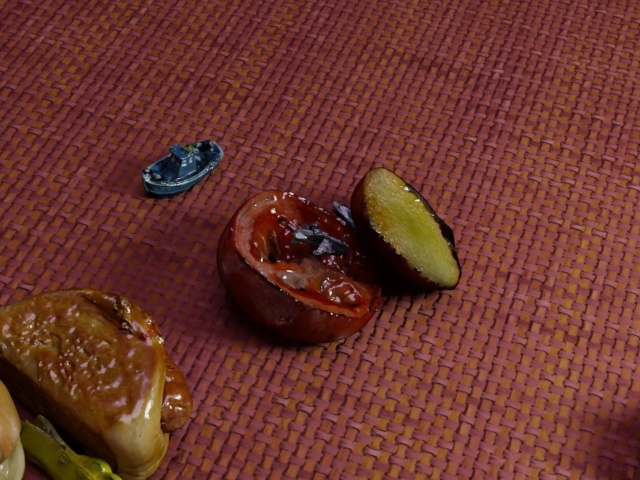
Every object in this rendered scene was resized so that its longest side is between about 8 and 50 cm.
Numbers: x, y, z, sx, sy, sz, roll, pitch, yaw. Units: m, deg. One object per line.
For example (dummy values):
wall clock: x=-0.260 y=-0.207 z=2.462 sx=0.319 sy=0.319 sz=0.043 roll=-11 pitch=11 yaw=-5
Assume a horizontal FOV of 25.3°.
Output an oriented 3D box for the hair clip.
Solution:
hair clip: x=-0.270 y=0.258 z=1.559 sx=0.173 sy=0.072 sz=0.046 roll=30 pitch=25 yaw=30

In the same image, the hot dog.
hot dog: x=-0.251 y=0.147 z=1.623 sx=0.257 sy=0.150 sz=0.153 roll=34 pitch=57 yaw=25

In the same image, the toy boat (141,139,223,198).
toy boat: x=-0.192 y=-0.103 z=1.955 sx=0.137 sy=0.061 sz=0.060 roll=-30 pitch=56 yaw=-33

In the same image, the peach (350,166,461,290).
peach: x=0.098 y=-0.003 z=1.841 sx=0.189 sy=0.068 sz=0.279 roll=55 pitch=20 yaw=14

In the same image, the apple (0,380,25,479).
apple: x=-0.394 y=0.216 z=1.496 sx=0.199 sy=0.199 sz=0.199 roll=5 pitch=43 yaw=-5

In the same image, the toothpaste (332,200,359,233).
toothpaste: x=0.047 y=-0.027 z=1.947 sx=0.083 sy=0.019 sz=0.027 roll=40 pitch=34 yaw=24

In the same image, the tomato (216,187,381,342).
tomato: x=-0.035 y=0.046 z=1.797 sx=0.228 sy=0.101 sz=0.228 roll=21 pitch=33 yaw=-15

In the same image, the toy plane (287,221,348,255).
toy plane: x=0.000 y=0.000 z=1.771 sx=0.083 sy=0.031 sz=0.078 roll=15 pitch=24 yaw=-24
